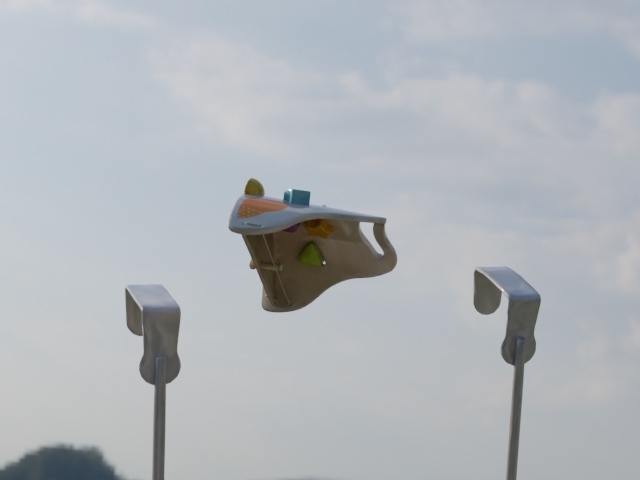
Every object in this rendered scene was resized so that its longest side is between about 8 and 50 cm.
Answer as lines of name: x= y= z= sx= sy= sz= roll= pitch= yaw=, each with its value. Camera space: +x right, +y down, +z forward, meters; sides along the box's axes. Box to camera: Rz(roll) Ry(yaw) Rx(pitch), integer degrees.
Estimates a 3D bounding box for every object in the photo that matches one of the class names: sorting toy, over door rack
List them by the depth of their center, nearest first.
sorting toy: x=0.000 y=0.000 z=0.714 sx=0.075 sy=0.044 sz=0.083 roll=2 pitch=-31 yaw=13
over door rack: x=0.017 y=0.179 z=0.763 sx=0.240 sy=0.324 sz=0.108 roll=-1 pitch=0 yaw=-19
